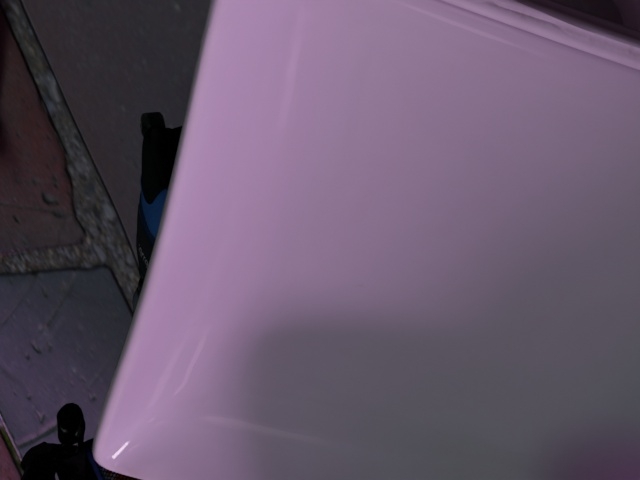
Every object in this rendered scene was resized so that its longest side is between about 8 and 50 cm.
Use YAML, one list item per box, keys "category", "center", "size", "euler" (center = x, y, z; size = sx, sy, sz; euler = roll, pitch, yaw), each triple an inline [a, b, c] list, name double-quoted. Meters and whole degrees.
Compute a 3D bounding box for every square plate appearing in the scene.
- category: "square plate"
  center: [0.097, 0.038, 0.615]
  size: [0.344, 0.049, 0.347]
  euler: [16, 140, -6]

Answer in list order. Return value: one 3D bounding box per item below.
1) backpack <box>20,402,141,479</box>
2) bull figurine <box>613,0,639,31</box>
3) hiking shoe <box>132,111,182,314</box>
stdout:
- category: "backpack"
  center: [-0.044, 0.257, 0.912]
  size: [0.263, 0.213, 0.276]
  euler: [-121, 18, -56]
- category: "bull figurine"
  center: [0.128, -0.166, 0.515]
  size: [0.188, 0.101, 0.310]
  euler: [56, 151, -7]
- category: "hiking shoe"
  center: [0.000, 0.000, 0.785]
  size: [0.304, 0.113, 0.132]
  euler: [4, 107, 41]
